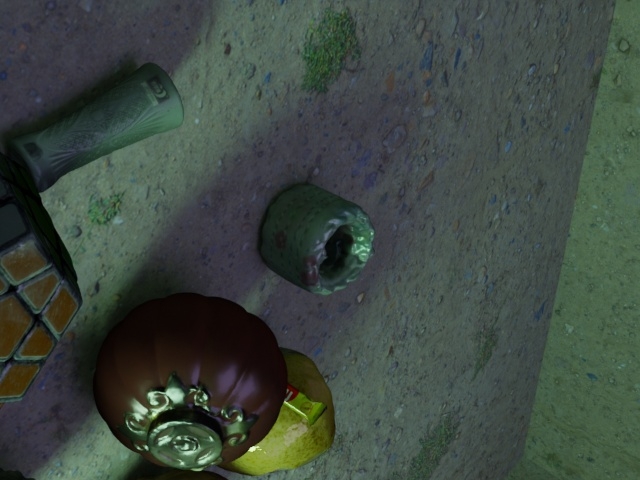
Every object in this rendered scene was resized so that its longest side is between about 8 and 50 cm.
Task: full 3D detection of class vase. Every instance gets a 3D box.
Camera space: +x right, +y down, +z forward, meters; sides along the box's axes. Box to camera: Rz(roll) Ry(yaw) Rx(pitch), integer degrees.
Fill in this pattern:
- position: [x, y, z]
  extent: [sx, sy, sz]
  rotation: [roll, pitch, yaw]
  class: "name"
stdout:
- position: [-0.292, -0.144, 1.028]
  extent: [0.219, 0.096, 0.096]
  rotation: [-36, 140, -30]
  class: "vase"

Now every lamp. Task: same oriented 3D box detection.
- position: [-0.203, 0.221, 1.246]
  extent: [0.303, 0.257, 0.303]
  rotation: [-2, 127, -3]
  class: "lamp"

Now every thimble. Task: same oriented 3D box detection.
- position: [0.000, 0.000, 1.482]
  extent: [0.211, 0.149, 0.185]
  rotation: [7, 107, -55]
  class: "thimble"

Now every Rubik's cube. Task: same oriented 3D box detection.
- position: [-0.412, 0.039, 0.827]
  extent: [0.264, 0.318, 0.319]
  rotation: [-62, 167, -68]
  class: "Rubik's cube"

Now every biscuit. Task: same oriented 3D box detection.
- position: [-0.119, 0.227, 1.387]
  extent: [0.048, 0.292, 0.026]
  rotation: [-56, 175, -11]
  class: "biscuit"

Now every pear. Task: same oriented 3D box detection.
- position: [-0.103, 0.333, 1.503]
  extent: [0.271, 0.271, 0.271]
  rotation: [-34, 138, -36]
  class: "pear"

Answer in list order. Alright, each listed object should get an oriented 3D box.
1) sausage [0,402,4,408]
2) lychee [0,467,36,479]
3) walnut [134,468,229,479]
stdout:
- position: [-0.479, 0.309, 0.960]
  extent: [0.094, 0.094, 0.419]
  rotation: [-41, -149, 55]
  class: "sausage"
- position: [-0.456, 0.445, 1.081]
  extent: [0.255, 0.274, 0.255]
  rotation: [17, 90, -87]
  class: "lychee"
- position: [-0.258, 0.548, 1.435]
  extent: [0.313, 0.277, 0.252]
  rotation: [56, 35, -51]
  class: "walnut"
